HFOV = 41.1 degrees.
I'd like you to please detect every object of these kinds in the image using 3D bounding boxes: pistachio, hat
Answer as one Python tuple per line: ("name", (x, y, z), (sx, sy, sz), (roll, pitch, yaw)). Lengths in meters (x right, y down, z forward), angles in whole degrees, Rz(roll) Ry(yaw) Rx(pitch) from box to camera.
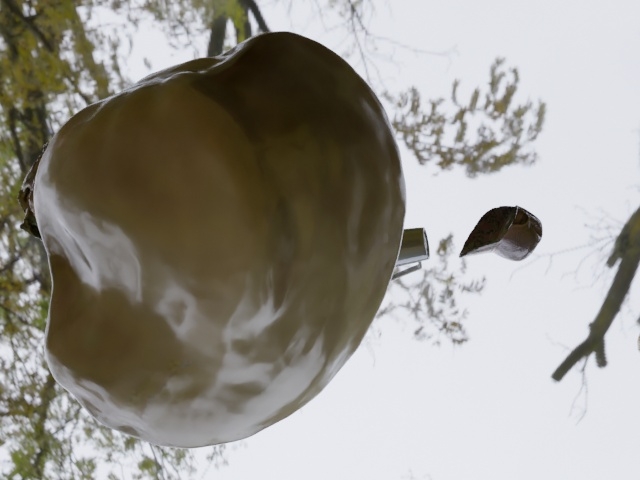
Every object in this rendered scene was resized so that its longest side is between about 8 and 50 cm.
("pistachio", (-0.106, 0.001, 0.867), (0.365, 0.446, 0.281), (26, -168, -6))
("hat", (0.166, 0.000, 0.769), (0.042, 0.087, 0.058), (43, -127, -11))

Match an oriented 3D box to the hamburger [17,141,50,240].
("hamburger", (-0.361, -0.045, 1.188), (0.102, 0.176, 0.087), (-27, -150, 9))

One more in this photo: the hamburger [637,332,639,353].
("hamburger", (0.620, 0.128, 1.263), (0.295, 0.227, 0.151), (-18, -105, 20))

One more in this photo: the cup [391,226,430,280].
("cup", (0.141, 0.027, 1.568), (0.116, 0.104, 0.074), (-9, -152, 13))
